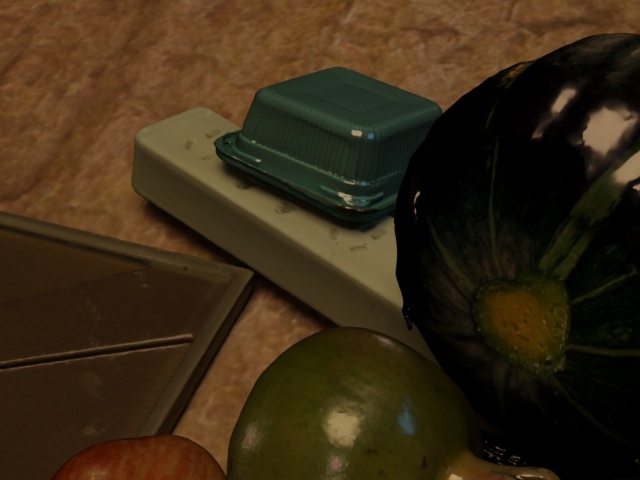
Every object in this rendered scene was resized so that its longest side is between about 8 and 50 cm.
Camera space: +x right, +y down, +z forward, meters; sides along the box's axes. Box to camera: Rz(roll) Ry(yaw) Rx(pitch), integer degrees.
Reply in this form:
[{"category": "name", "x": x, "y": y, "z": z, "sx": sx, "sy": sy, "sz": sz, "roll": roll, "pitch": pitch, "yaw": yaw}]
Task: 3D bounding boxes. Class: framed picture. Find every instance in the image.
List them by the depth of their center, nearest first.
[{"category": "framed picture", "x": -0.315, "y": 0.097, "z": 1.185, "sx": 0.446, "sy": 0.028, "sz": 0.326, "roll": 14, "pitch": 50, "yaw": 21}]

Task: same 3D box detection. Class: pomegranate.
[{"category": "pomegranate", "x": 0.035, "y": 0.146, "z": 0.929, "sx": 0.179, "sy": 0.179, "sz": 0.210, "roll": -41, "pitch": 19, "yaw": -26}]

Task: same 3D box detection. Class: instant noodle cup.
[{"category": "instant noodle cup", "x": 0.019, "y": -0.088, "z": 1.218, "sx": 0.157, "sy": 0.070, "sz": 0.179, "roll": 25, "pitch": 27, "yaw": 25}]

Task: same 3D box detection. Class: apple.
[{"category": "apple", "x": -0.119, "y": 0.199, "z": 0.971, "sx": 0.146, "sy": 0.146, "sz": 0.131, "roll": 0, "pitch": 21, "yaw": 10}]

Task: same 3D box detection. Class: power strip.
[{"category": "power strip", "x": 0.000, "y": 0.000, "z": 1.185, "sx": 0.385, "sy": 0.062, "sz": 0.091, "roll": 32, "pitch": 42, "yaw": 33}]

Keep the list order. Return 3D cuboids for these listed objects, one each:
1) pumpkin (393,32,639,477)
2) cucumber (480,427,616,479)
[{"category": "pumpkin", "x": 0.204, "y": 0.005, "z": 0.974, "sx": 0.296, "sy": 0.296, "sz": 0.296, "roll": -5, "pitch": 46, "yaw": 5}, {"category": "cucumber", "x": 0.143, "y": 0.170, "z": 1.017, "sx": 0.187, "sy": 0.058, "sz": 0.058, "roll": 19, "pitch": 53, "yaw": 28}]
